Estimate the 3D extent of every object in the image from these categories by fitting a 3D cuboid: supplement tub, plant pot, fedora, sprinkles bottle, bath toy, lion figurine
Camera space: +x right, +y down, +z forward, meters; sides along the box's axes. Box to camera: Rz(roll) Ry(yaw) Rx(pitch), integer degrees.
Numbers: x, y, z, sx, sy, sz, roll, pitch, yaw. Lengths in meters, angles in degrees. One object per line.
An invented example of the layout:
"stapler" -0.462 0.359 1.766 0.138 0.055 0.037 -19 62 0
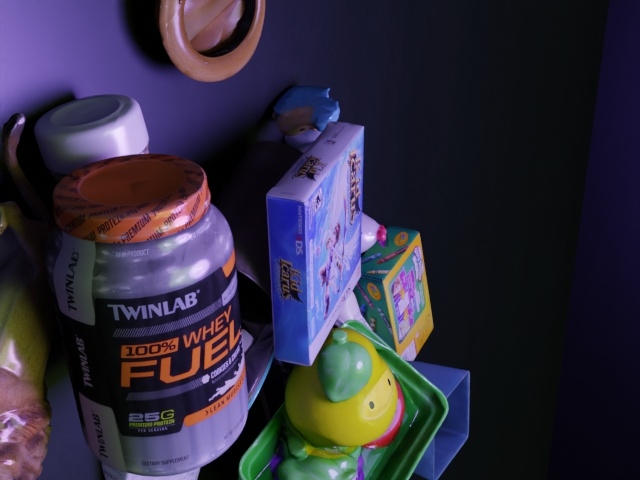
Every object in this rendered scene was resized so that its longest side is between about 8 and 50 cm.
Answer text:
"supplement tub" -0.183 0.079 0.899 0.193 0.194 0.316 -40 136 -46
"plant pot" 0.160 0.340 1.683 0.166 0.234 0.165 -34 128 -48
"fedora" -0.156 -0.305 1.098 0.194 0.079 0.194 -27 125 -46
"sprinkles bottle" -0.238 0.005 1.025 0.121 0.121 0.355 -44 135 -43
"bath toy" 0.023 -0.094 1.417 0.151 0.129 0.348 -58 144 -31
"lion figurine" -0.334 0.087 0.887 0.240 0.142 0.392 54 50 -60

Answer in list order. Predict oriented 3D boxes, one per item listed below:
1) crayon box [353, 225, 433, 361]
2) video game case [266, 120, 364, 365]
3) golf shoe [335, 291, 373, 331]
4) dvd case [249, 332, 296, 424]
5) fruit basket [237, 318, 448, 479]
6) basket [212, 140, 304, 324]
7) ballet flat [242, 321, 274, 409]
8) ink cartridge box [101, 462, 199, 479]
"crayon box" 0.156 0.130 1.754 0.165 0.081 0.278 -49 138 -40
"video game case" 0.000 0.000 1.201 0.244 0.061 0.269 -58 152 -53
"golf shoe" 0.076 0.170 1.635 0.069 0.086 0.176 -44 133 -41
"dvd case" -0.062 0.210 1.486 0.164 0.018 0.221 -46 136 -41
"fruit basket" 0.046 0.296 1.352 0.392 0.283 0.392 -49 -179 1
"basket" -0.092 -0.020 1.238 0.226 0.154 0.204 -66 152 -26
"ballet flat" -0.106 0.155 1.330 0.095 0.096 0.280 -49 -173 45
"ink cartridge box" -0.240 0.321 1.221 0.189 0.066 0.232 -20 138 -55
